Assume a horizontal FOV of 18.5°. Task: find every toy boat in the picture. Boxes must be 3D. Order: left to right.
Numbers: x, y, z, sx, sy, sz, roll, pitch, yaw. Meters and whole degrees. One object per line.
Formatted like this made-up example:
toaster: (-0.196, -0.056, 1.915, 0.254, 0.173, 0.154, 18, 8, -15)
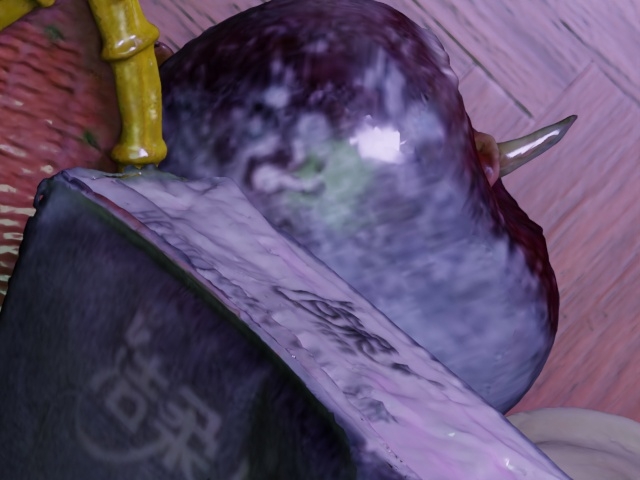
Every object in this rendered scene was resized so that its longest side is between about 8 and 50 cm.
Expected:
toy boat: (-0.156, -0.006, 0.937, 0.141, 0.099, 0.318, 18, 103, -15)

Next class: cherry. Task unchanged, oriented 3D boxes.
cherry: (0.000, 0.000, 1.045, 0.296, 0.218, 0.255, -23, 122, 14)

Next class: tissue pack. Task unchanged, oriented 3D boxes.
tissue pack: (-0.070, 0.201, 0.869, 0.124, 0.288, 0.394, 5, 114, -43)

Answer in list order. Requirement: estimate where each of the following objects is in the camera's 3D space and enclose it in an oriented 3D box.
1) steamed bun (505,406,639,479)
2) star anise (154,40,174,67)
steamed bun: (0.087, 0.263, 1.034, 0.346, 0.237, 0.394, -43, 124, -26)
star anise: (-0.164, -0.090, 1.111, 0.158, 0.144, 0.140, 42, 53, 7)
